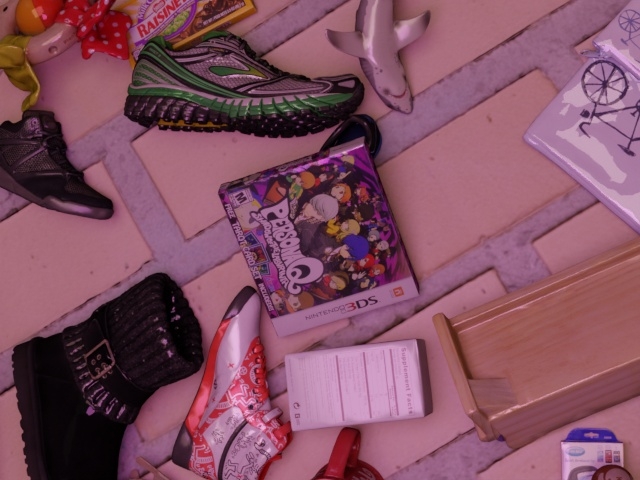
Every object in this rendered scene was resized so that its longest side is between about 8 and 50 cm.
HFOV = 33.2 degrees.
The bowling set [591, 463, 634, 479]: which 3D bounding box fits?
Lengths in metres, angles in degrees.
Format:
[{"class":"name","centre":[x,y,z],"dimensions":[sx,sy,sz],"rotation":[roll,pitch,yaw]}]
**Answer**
[{"class":"bowling set","centre":[0.319,0.384,1.308],"dimensions":[0.287,0.154,0.200],"rotation":[9,111,13]}]

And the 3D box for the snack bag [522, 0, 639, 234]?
[{"class":"snack bag","centre":[0.483,-0.168,1.425],"dimensions":[0.323,0.037,0.342],"rotation":[43,94,12]}]

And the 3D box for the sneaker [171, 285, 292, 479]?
[{"class":"sneaker","centre":[-0.092,0.209,1.482],"dimensions":[0.145,0.090,0.270],"rotation":[21,90,10]}]

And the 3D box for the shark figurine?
[{"class":"shark figurine","centre":[0.090,-0.335,1.499],"dimensions":[0.166,0.116,0.278],"rotation":[17,96,-20]}]

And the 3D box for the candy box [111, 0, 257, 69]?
[{"class":"candy box","centre":[-0.206,-0.340,1.595],"dimensions":[0.205,0.027,0.105],"rotation":[-26,76,8]}]

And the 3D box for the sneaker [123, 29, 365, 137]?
[{"class":"sneaker","centre":[-0.107,-0.226,1.502],"dimensions":[0.343,0.134,0.146],"rotation":[6,85,10]}]

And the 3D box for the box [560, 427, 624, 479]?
[{"class":"box","centre":[0.356,0.315,1.404],"dimensions":[0.081,0.028,0.136],"rotation":[-2,86,13]}]

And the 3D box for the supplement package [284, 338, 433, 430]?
[{"class":"supplement package","centre":[0.053,0.193,1.441],"dimensions":[0.179,0.105,0.105],"rotation":[-8,82,11]}]

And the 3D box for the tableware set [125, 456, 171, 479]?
[{"class":"tableware set","centre":[-0.214,0.410,1.510],"dimensions":[0.194,0.039,0.128],"rotation":[35,88,11]}]

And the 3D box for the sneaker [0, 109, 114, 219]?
[{"class":"sneaker","centre":[-0.392,-0.114,1.579],"dimensions":[0.227,0.087,0.130],"rotation":[25,96,19]}]

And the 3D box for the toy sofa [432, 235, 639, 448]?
[{"class":"toy sofa","centre":[0.343,0.120,1.372],"dimensions":[0.362,0.177,0.150],"rotation":[-25,57,13]}]

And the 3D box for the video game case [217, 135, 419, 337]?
[{"class":"video game case","centre":[0.000,0.000,1.453],"dimensions":[0.210,0.042,0.232],"rotation":[-17,109,10]}]

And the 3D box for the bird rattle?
[{"class":"bird rattle","centre":[-0.400,-0.322,1.578],"dimensions":[0.253,0.143,0.207],"rotation":[-35,52,12]}]

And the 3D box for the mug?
[{"class":"mug","centre":[0.015,0.331,1.401],"dimensions":[0.113,0.169,0.150],"rotation":[-22,80,9]}]

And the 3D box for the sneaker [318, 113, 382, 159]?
[{"class":"sneaker","centre":[0.009,-0.072,1.487],"dimensions":[0.081,0.090,0.232],"rotation":[26,89,13]}]

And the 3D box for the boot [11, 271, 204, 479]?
[{"class":"boot","centre":[-0.271,0.235,1.470],"dimensions":[0.260,0.131,0.348],"rotation":[-23,68,9]}]
